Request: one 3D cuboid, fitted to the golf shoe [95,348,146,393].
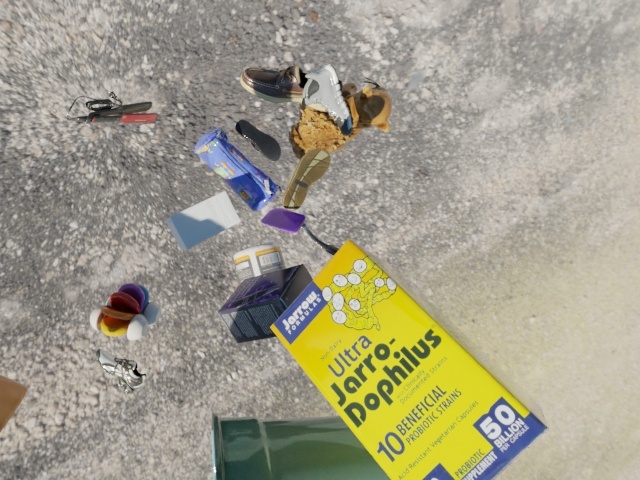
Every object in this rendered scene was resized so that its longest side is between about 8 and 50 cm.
[{"bbox_3d":[-0.703,0.443,1.570,0.094,0.077,0.198,-41,102,-3],"label":"golf shoe"}]

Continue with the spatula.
[{"bbox_3d":[0.000,0.000,1.074,0.296,0.084,0.030,30,131,1],"label":"spatula"}]

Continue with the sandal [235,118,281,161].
[{"bbox_3d":[-0.203,-0.330,1.464,0.179,0.040,0.067,39,77,-6],"label":"sandal"}]

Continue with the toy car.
[{"bbox_3d":[-0.559,0.192,1.281,0.159,0.182,0.136,14,110,3],"label":"toy car"}]

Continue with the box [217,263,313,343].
[{"bbox_3d":[-0.126,0.161,1.123,0.108,0.207,0.153,62,30,-19],"label":"box"}]

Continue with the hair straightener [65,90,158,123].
[{"bbox_3d":[-0.570,-0.358,1.206,0.230,0.047,0.089,-18,81,-34],"label":"hair straightener"}]

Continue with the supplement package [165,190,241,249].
[{"bbox_3d":[-0.345,-0.058,1.302,0.179,0.105,0.105,-30,101,-24],"label":"supplement package"}]

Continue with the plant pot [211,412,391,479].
[{"bbox_3d":[-0.025,0.475,0.818,0.333,0.341,0.341,-2,104,-17],"label":"plant pot"}]

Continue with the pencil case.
[{"bbox_3d":[-0.265,-0.227,1.433,0.306,0.133,0.119,45,64,-23],"label":"pencil case"}]

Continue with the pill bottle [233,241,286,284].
[{"bbox_3d":[-0.178,0.155,1.471,0.162,0.162,0.279,-15,86,-22],"label":"pill bottle"}]

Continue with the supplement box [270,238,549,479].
[{"bbox_3d":[0.130,0.197,0.685,0.194,0.356,0.195,-49,153,7],"label":"supplement box"}]

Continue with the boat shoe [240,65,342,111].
[{"bbox_3d":[-0.092,-0.531,1.475,0.341,0.123,0.123,12,53,-10],"label":"boat shoe"}]

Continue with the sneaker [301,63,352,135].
[{"bbox_3d":[0.009,-0.427,1.405,0.132,0.086,0.229,-23,104,-10],"label":"sneaker"}]

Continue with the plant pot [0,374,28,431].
[{"bbox_3d":[-0.698,0.336,0.754,0.203,0.291,0.291,41,84,-22],"label":"plant pot"}]

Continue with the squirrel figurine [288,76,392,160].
[{"bbox_3d":[0.080,-0.448,1.681,0.397,0.370,0.281,-46,123,-33],"label":"squirrel figurine"}]

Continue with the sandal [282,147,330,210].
[{"bbox_3d":[-0.044,-0.159,1.134,0.072,0.049,0.180,30,97,-22],"label":"sandal"}]
